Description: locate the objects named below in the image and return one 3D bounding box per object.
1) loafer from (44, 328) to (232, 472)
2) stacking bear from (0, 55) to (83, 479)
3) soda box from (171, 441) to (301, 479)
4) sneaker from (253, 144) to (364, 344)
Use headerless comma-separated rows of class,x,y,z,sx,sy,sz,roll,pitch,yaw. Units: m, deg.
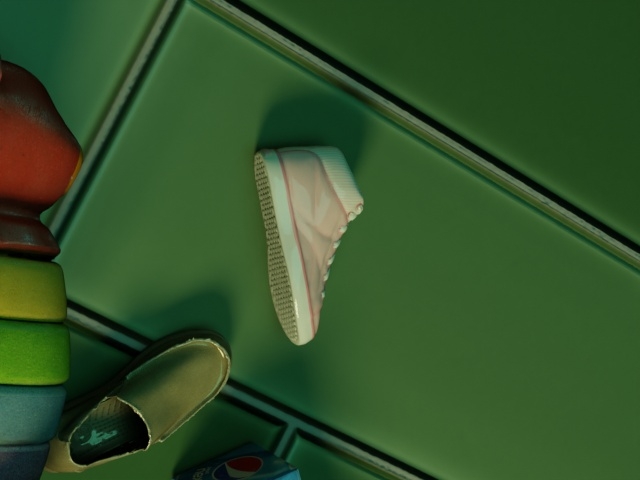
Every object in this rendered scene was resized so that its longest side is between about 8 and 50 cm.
loafer,-0.115,0.109,1.208,0.148,0.050,0.056,-33,114,-18
stacking bear,-0.211,0.035,1.088,0.164,0.175,0.289,8,88,-19
soda box,-0.033,0.248,1.266,0.067,0.071,0.210,-21,109,-23
sneaker,0.000,0.000,1.245,0.070,0.051,0.134,-12,101,-20
